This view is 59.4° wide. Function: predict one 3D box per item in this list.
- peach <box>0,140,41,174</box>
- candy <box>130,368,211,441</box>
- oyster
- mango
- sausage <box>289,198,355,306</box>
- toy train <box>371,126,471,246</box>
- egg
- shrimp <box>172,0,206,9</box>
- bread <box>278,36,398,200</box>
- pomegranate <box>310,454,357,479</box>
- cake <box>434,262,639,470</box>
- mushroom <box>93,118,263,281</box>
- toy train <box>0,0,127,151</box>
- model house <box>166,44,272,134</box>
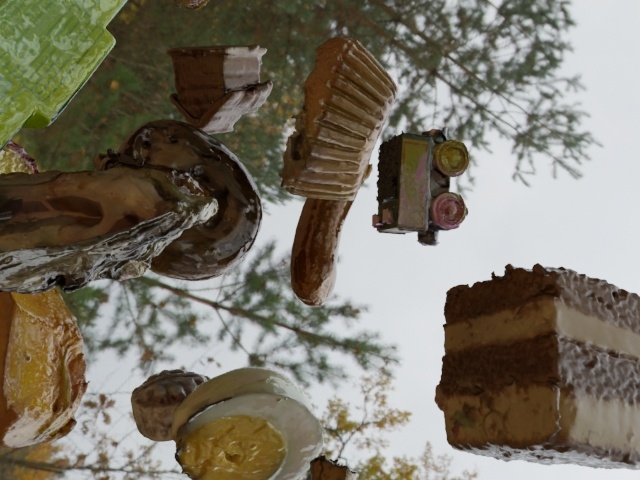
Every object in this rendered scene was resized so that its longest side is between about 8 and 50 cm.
[{"bbox_3d":[-0.827,-0.073,1.221,0.310,0.334,0.405,0,-140,19],"label":"peach"},{"bbox_3d":[-0.383,0.434,1.481,0.290,0.215,0.157,-175,-104,-67],"label":"candy"},{"bbox_3d":[-0.274,-0.005,0.493,0.221,0.361,0.096,32,-55,35],"label":"oyster"},{"bbox_3d":[-0.497,0.152,0.895,0.349,0.199,0.201,60,-24,17],"label":"mango"},{"bbox_3d":[-0.001,-0.001,1.122,0.109,0.109,0.270,-17,-124,54],"label":"sausage"},{"bbox_3d":[0.217,-0.120,1.211,0.134,0.178,0.260,169,-75,-73],"label":"toy train"},{"bbox_3d":[-0.165,0.392,1.247,0.337,0.337,0.201,-54,-150,20],"label":"egg"},{"bbox_3d":[-0.228,-0.500,1.095,0.249,0.068,0.150,10,-132,50],"label":"shrimp"},{"bbox_3d":[0.032,-0.192,0.925,0.274,0.150,0.273,19,90,-87],"label":"bread"},{"bbox_3d":[-0.019,0.296,0.524,0.122,0.143,0.169,-28,-137,20],"label":"pomegranate"},{"bbox_3d":[0.369,0.212,0.913,0.256,0.282,0.290,-32,-134,57],"label":"cake"},{"bbox_3d":[-0.244,-0.070,0.937,0.195,0.283,0.263,1,-108,36],"label":"mushroom"},{"bbox_3d":[-0.445,-0.310,0.779,0.179,0.272,0.441,7,-120,39],"label":"toy train"},{"bbox_3d":[-0.262,-0.398,1.477,0.220,0.199,0.229,11,-72,28],"label":"model house"}]
